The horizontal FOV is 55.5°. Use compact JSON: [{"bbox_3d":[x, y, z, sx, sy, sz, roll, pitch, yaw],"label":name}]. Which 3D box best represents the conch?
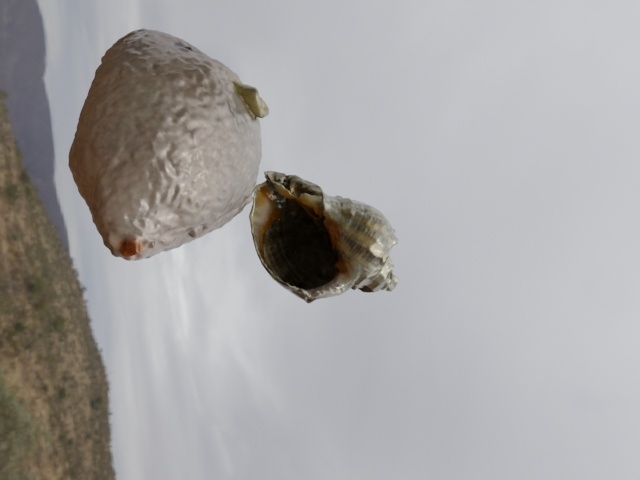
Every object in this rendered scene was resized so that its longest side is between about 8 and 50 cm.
[{"bbox_3d":[0.003,0.006,1.063,0.291,0.210,0.159,37,-9,10],"label":"conch"}]

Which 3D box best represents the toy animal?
[{"bbox_3d":[-0.179,-0.121,0.753,0.188,0.226,0.358,-46,-146,49],"label":"toy animal"}]
